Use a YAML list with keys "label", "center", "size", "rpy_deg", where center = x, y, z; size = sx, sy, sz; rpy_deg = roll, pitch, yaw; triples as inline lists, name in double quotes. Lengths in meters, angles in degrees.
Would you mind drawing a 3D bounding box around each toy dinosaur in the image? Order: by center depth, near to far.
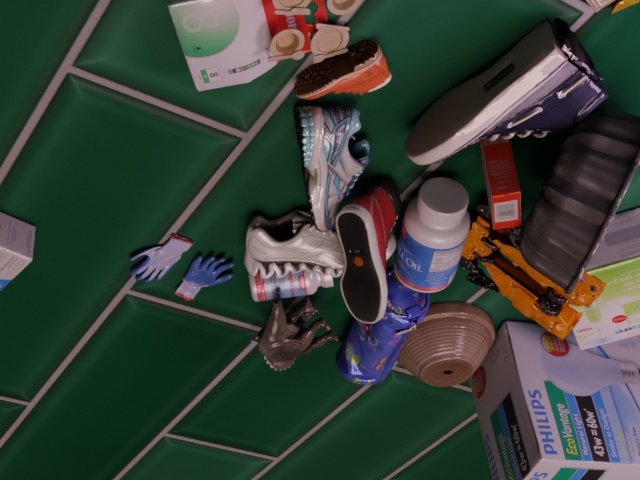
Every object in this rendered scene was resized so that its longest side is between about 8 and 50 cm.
- label: "toy dinosaur"
  center: [-0.064, 0.195, 2.135]
  size: [0.160, 0.121, 0.313]
  rpy_deg: [-36, 169, -1]

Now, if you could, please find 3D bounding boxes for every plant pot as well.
- label: "plant pot"
  center: [0.269, 0.245, 2.327]
  size: [0.237, 0.110, 0.237]
  rpy_deg: [-3, 142, -2]

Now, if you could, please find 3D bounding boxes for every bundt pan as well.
- label: "bundt pan"
  center: [0.438, -0.081, 1.806]
  size: [0.124, 0.331, 0.331]
  rpy_deg: [26, 141, 10]

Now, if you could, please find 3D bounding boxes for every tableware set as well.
- label: "tableware set"
  center: [-0.011, -0.333, 1.611]
  size: [0.141, 0.020, 0.169]
  rpy_deg: [-8, 139, -20]

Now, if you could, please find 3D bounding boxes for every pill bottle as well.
- label: "pill bottle"
  center: [0.210, -0.013, 1.984]
  size: [0.124, 0.124, 0.221]
  rpy_deg: [0, 140, -7]
- label: "pill bottle"
  center: [-0.057, 0.068, 2.077]
  size: [0.160, 0.087, 0.087]
  rpy_deg: [-8, 142, 2]

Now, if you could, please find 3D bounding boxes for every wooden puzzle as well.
- label: "wooden puzzle"
  center: [0.438, -0.390, 1.630]
  size: [0.078, 0.014, 0.116]
  rpy_deg: [-29, 137, 20]

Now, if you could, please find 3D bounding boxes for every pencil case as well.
- label: "pencil case"
  center: [0.130, 0.190, 2.222]
  size: [0.119, 0.133, 0.306]
  rpy_deg: [-8, 146, -26]

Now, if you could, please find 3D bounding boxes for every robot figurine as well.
- label: "robot figurine"
  center: [0.384, 0.046, 2.013]
  size: [0.085, 0.291, 0.211]
  rpy_deg: [-37, 162, -38]

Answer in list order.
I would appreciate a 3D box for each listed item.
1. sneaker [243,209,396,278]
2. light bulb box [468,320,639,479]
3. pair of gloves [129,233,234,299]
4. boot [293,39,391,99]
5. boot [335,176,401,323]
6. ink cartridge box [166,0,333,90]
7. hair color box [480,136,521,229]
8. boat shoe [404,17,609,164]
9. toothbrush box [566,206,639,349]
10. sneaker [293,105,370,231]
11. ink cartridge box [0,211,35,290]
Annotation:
- label: "sneaker"
  center: [0.000, 0.000, 1.996]
  size: [0.292, 0.110, 0.118]
  rpy_deg: [-5, 131, -5]
- label: "light bulb box"
  center: [0.559, 0.391, 2.348]
  size: [0.361, 0.358, 0.225]
  rpy_deg: [6, 138, -16]
- label: "pair of gloves"
  center: [-0.274, 0.055, 2.086]
  size: [0.198, 0.023, 0.159]
  rpy_deg: [24, 132, -33]
- label: "boot"
  center: [0.037, -0.255, 1.713]
  size: [0.158, 0.059, 0.084]
  rpy_deg: [-21, 144, 16]
- label: "boot"
  center: [0.105, 0.016, 1.943]
  size: [0.088, 0.176, 0.244]
  rpy_deg: [8, 120, 26]
- label: "ink cartridge box"
  center: [-0.102, -0.322, 1.613]
  size: [0.224, 0.056, 0.181]
  rpy_deg: [-8, 142, 5]
- label: "hair color box"
  center: [0.310, -0.113, 1.834]
  size: [0.053, 0.167, 0.093]
  rpy_deg: [-9, 141, 6]
- label: "boat shoe"
  center: [0.310, -0.203, 1.752]
  size: [0.340, 0.127, 0.158]
  rpy_deg: [-35, 126, 30]
- label: "toothbrush box"
  center: [0.587, 0.083, 2.156]
  size: [0.206, 0.122, 0.283]
  rpy_deg: [-17, 142, 14]
- label: "sneaker"
  center: [0.030, -0.118, 1.842]
  size: [0.122, 0.110, 0.283]
  rpy_deg: [-9, 142, -1]
- label: "ink cartridge box"
  center: [-0.644, 0.004, 1.922]
  size: [0.203, 0.086, 0.148]
  rpy_deg: [26, 132, -34]
